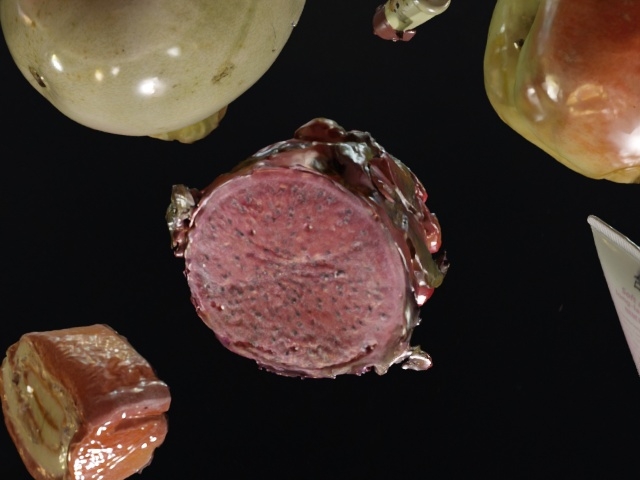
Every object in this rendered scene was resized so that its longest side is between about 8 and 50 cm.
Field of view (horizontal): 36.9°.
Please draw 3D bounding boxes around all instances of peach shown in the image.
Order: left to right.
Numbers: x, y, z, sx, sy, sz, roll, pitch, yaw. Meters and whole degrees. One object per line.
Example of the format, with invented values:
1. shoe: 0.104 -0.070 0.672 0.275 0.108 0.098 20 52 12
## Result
1. peach: 0.255 -0.150 0.779 0.235 0.214 0.214 20 -116 -24

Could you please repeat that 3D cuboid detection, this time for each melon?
1. melon: -0.159 -0.257 0.965 0.268 0.268 0.330 36 -114 19

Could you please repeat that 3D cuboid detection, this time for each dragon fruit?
1. dragon fruit: 0.000 0.000 1.180 0.296 0.314 0.263 -17 -159 21

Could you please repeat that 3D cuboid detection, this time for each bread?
1. bread: -0.313 0.204 1.227 0.244 0.123 0.190 37 -64 38

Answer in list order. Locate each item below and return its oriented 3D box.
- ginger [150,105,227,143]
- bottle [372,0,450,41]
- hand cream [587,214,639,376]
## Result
1. ginger: -0.229 -0.209 1.228 0.190 0.126 0.354 -39 -141 -18
2. bottle: 0.089 -0.240 1.004 0.047 0.101 0.063 32 -116 -20
3. hand cream: 0.362 0.120 0.920 0.118 0.359 0.185 -38 -136 -1
